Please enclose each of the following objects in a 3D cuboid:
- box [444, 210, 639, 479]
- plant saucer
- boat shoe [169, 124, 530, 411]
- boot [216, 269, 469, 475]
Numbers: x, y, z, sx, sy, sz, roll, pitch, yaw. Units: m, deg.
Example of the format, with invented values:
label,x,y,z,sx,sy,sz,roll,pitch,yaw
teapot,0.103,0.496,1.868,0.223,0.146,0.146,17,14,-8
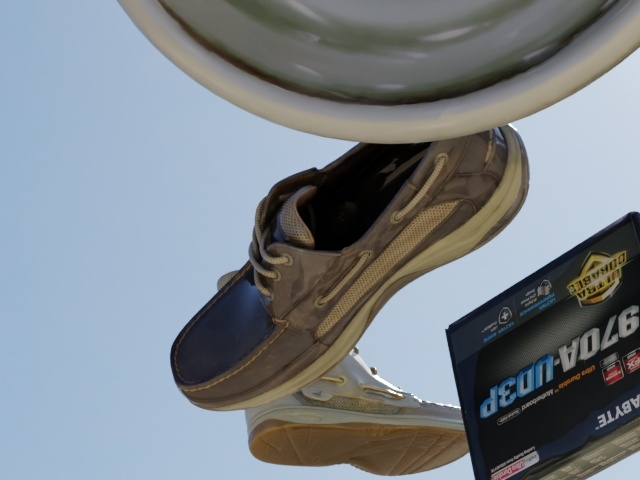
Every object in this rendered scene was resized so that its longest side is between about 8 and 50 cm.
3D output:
label,x,y,z,sx,sy,sz,roll,pitch,yaw
box,0.210,0.103,1.590,0.051,0.175,0.220,22,-43,-40
plant saucer,0.052,-0.250,1.059,0.400,0.401,0.100,-26,-9,16
boat shoe,0.000,0.000,1.561,0.355,0.132,0.130,-40,-47,14
boot,0.028,0.123,1.881,0.262,0.203,0.095,7,-40,-30
